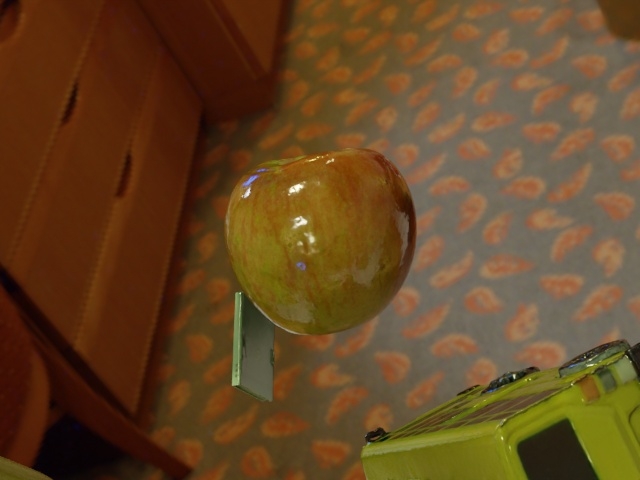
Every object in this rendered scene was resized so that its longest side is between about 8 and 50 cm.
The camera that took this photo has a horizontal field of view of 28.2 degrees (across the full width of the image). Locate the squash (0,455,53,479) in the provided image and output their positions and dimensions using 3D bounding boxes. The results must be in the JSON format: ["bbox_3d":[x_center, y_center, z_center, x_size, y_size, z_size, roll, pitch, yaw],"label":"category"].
[{"bbox_3d":[-0.420,0.340,1.630,0.137,0.287,0.137,-157,90,-78],"label":"squash"}]

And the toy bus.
[{"bbox_3d":[0.132,0.159,0.851,0.150,0.128,0.262,-24,-4,-22],"label":"toy bus"}]

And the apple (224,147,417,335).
[{"bbox_3d":[0.000,0.000,1.261,0.196,0.196,0.196,-21,37,16],"label":"apple"}]

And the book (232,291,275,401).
[{"bbox_3d":[-0.093,0.151,1.787,0.017,0.103,0.135,-10,65,24],"label":"book"}]
